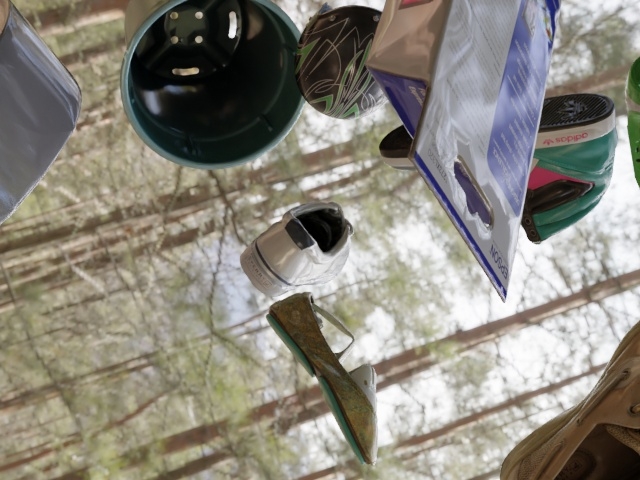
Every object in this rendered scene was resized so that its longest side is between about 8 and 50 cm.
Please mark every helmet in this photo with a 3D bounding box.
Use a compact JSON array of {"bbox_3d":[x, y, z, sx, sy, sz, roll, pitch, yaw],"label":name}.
[{"bbox_3d":[0.041,-0.255,1.233,0.161,0.169,0.169,-106,-179,-63],"label":"helmet"}]

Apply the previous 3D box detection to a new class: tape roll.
[{"bbox_3d":[-0.262,-0.060,0.552,0.072,0.219,0.219,53,8,-38],"label":"tape roll"}]

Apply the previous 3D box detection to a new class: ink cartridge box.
[{"bbox_3d":[0.120,-0.154,0.666,0.176,0.069,0.371,49,46,-44],"label":"ink cartridge box"}]

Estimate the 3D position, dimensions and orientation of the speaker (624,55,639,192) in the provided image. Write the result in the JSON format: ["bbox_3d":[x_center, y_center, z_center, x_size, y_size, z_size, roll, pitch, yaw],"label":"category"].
[{"bbox_3d":[0.545,-0.155,1.333,0.296,0.131,0.131,59,6,-46],"label":"speaker"}]

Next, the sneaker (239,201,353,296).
[{"bbox_3d":[0.000,0.000,1.000,0.094,0.091,0.258,54,20,0],"label":"sneaker"}]

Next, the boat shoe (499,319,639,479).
[{"bbox_3d":[0.321,0.180,0.854,0.122,0.341,0.110,39,15,-6],"label":"boat shoe"}]

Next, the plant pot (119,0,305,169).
[{"bbox_3d":[-0.228,-0.360,1.662,0.334,0.341,0.341,-120,-167,-54],"label":"plant pot"}]

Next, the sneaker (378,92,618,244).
[{"bbox_3d":[0.232,-0.079,1.105,0.124,0.296,0.178,-59,137,-47],"label":"sneaker"}]

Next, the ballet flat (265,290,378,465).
[{"bbox_3d":[0.030,0.226,1.528,0.348,0.123,0.123,54,-14,30],"label":"ballet flat"}]
